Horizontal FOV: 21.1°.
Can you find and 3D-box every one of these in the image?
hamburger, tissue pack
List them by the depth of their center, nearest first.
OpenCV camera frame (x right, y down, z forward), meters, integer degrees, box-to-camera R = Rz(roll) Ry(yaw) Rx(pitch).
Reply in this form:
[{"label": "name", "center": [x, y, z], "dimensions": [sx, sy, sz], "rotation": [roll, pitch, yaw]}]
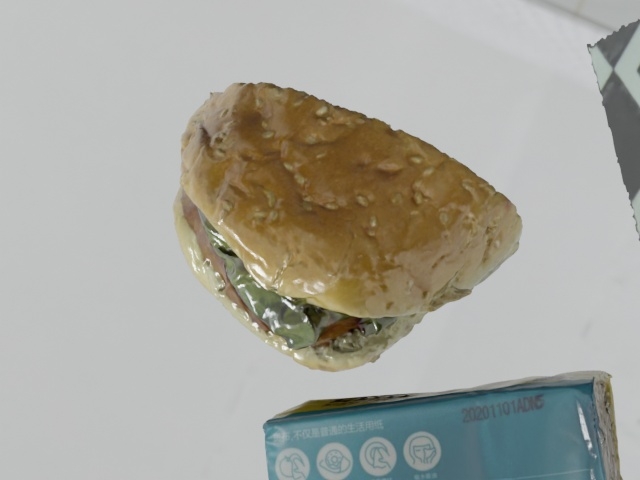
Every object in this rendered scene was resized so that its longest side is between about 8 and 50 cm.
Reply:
[{"label": "tissue pack", "center": [0.103, 0.208, 1.331], "dimensions": [0.271, 0.192, 0.134], "rotation": [-8, 176, 19]}, {"label": "hamburger", "center": [-0.001, 0.003, 1.556], "dimensions": [0.330, 0.209, 0.162], "rotation": [20, 152, 12]}]

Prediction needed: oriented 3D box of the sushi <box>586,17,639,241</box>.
[{"label": "sushi", "center": [0.268, -0.008, 0.844], "dimensions": [0.059, 0.294, 0.292], "rotation": [-11, 174, -27]}]
